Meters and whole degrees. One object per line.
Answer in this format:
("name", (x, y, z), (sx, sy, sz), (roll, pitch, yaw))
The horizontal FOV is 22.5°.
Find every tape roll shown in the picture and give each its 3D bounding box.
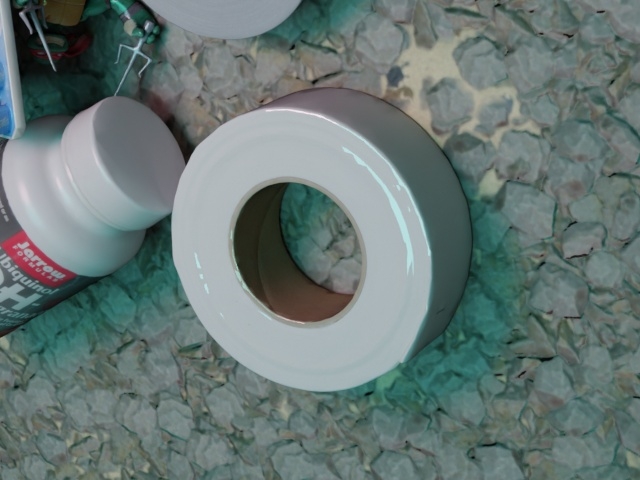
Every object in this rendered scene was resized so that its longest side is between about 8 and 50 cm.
("tape roll", (-0.092, -0.299, 1.489), (0.219, 0.072, 0.219), (15, 128, 20))
("tape roll", (0.000, 0.000, 1.555), (0.286, 0.100, 0.286), (9, 110, 26))

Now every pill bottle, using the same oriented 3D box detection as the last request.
("pill bottle", (-0.291, -0.022, 1.660), (0.318, 0.176, 0.176), (-29, 92, 33))

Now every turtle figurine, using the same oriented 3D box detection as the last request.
("turtle figurine", (-0.249, -0.253, 1.583), (0.118, 0.175, 0.234), (23, 109, 40))

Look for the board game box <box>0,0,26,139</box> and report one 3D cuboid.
("board game box", (-0.430, -0.310, 1.619), (0.390, 0.050, 0.390), (16, 117, 52))
